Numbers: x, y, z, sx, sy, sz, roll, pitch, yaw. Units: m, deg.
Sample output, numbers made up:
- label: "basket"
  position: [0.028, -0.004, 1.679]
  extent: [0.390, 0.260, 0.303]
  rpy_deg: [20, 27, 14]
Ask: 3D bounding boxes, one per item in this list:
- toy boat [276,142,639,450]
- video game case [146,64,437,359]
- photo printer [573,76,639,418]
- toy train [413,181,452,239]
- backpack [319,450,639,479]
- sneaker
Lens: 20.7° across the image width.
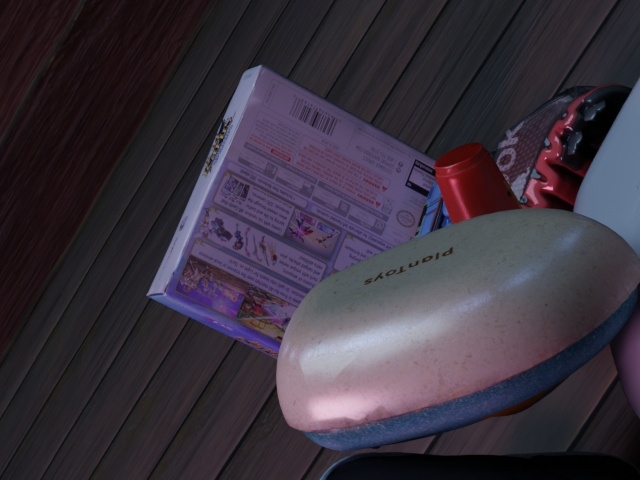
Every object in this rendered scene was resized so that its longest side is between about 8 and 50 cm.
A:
- label: "toy boat"
  position: [0.115, 0.048, 1.274]
  extent: [0.267, 0.148, 0.318]
  rpy_deg: [-19, 19, 21]
- label: "video game case"
  position: [0.000, 0.000, 1.708]
  extent: [0.061, 0.269, 0.244]
  rpy_deg: [-13, 52, 66]
- label: "photo printer"
  position: [0.288, -0.018, 1.228]
  extent: [0.307, 0.107, 0.256]
  rpy_deg: [-94, 26, -55]
- label: "toy train"
  position: [0.127, 0.019, 1.663]
  extent: [0.105, 0.080, 0.184]
  rpy_deg: [143, 147, -67]
- label: "backpack"
  position: [0.105, 0.248, 1.173]
  extent: [0.225, 0.253, 0.191]
  rpy_deg: [-101, 22, -58]
- label: "sneaker"
  position: [0.185, -0.023, 1.537]
  extent: [0.276, 0.097, 0.135]
  rpy_deg: [-58, 21, 8]
